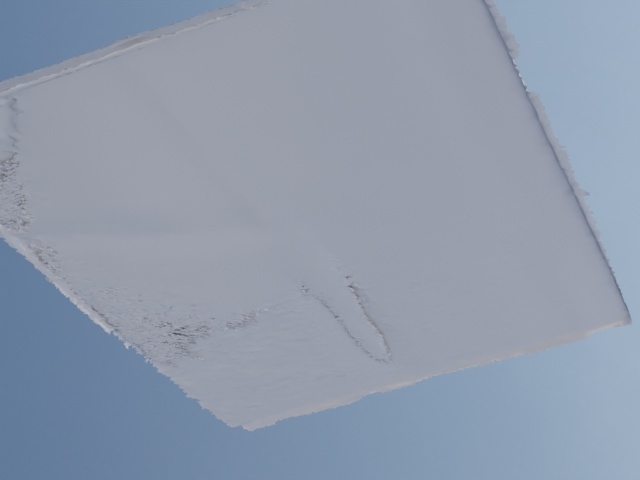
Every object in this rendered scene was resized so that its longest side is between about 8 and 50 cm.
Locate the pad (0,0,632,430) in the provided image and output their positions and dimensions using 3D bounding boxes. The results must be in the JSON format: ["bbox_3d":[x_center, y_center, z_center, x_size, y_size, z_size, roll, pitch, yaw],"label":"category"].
[{"bbox_3d":[0.000,0.000,0.476,0.232,0.156,0.004,51,-155,-56],"label":"pad"}]
